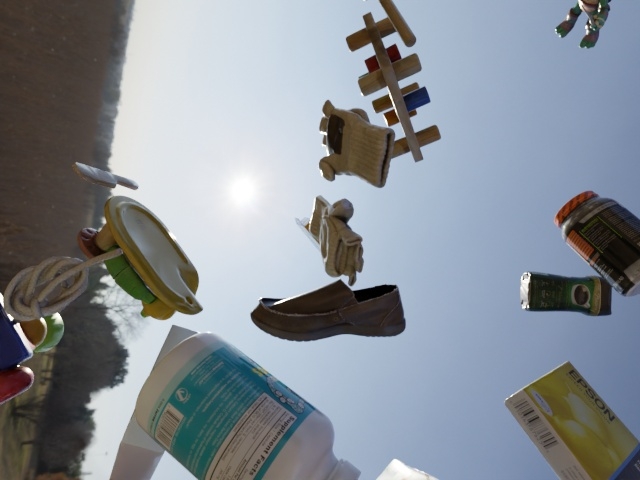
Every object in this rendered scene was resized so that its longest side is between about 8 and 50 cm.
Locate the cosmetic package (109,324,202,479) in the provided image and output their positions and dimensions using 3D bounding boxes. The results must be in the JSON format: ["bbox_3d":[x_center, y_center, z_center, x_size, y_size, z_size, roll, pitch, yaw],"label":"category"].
[{"bbox_3d":[-0.406,0.429,1.030,0.284,0.097,0.377,-85,-160,-47],"label":"cosmetic package"}]

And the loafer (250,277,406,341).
[{"bbox_3d":[0.023,0.144,0.963,0.134,0.366,0.130,-142,-125,-70],"label":"loafer"}]

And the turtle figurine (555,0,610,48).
[{"bbox_3d":[0.667,-0.596,1.046,0.118,0.234,0.175,-30,-113,12],"label":"turtle figurine"}]

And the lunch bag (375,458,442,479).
[{"bbox_3d":[0.204,0.511,0.671,0.303,0.115,0.243,55,-21,2],"label":"lunch bag"}]

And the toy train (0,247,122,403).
[{"bbox_3d":[-0.272,0.082,0.374,0.105,0.248,0.143,60,-12,1],"label":"toy train"}]

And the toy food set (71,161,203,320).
[{"bbox_3d":[-0.237,0.018,0.529,0.071,0.218,0.128,-34,179,7],"label":"toy food set"}]

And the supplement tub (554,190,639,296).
[{"bbox_3d":[0.545,0.000,0.782,0.117,0.117,0.190,-58,-135,34],"label":"supplement tub"}]

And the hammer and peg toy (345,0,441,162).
[{"bbox_3d":[0.138,-0.363,0.889,0.127,0.361,0.266,-20,-130,15],"label":"hammer and peg toy"}]

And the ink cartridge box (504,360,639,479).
[{"bbox_3d":[0.561,0.400,0.835,0.303,0.307,0.072,57,-43,30],"label":"ink cartridge box"}]

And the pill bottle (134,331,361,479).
[{"bbox_3d":[-0.085,0.240,0.513,0.264,0.146,0.146,31,-66,19],"label":"pill bottle"}]

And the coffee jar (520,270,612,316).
[{"bbox_3d":[0.571,0.124,0.971,0.079,0.184,0.096,22,72,-79],"label":"coffee jar"}]

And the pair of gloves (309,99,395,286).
[{"bbox_3d":[0.025,-0.069,0.608,0.204,0.042,0.240,-120,-144,-56],"label":"pair of gloves"}]

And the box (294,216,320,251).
[{"bbox_3d":[0.000,0.000,0.854,0.028,0.136,0.081,-40,-167,-8],"label":"box"}]
